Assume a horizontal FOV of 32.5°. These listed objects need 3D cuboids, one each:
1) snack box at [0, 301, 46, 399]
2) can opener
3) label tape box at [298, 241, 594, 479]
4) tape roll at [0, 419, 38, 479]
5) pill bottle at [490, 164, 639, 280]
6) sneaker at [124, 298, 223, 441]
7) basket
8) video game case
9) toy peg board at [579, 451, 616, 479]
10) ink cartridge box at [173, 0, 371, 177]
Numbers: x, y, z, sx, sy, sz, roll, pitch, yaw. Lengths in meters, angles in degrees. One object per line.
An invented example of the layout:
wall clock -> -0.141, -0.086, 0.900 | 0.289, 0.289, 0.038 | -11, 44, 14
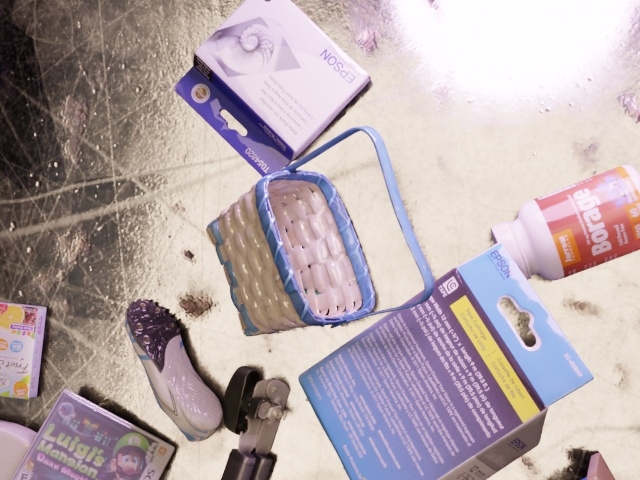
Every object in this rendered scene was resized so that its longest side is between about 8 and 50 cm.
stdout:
snack box -> -0.481, 0.167, 1.688 | 0.100, 0.037, 0.141 | 6, 88, 8
can opener -> -0.116, 0.330, 1.627 | 0.093, 0.074, 0.280 | 12, 86, 42
label tape box -> 0.175, 0.203, 1.506 | 0.348, 0.115, 0.249 | -35, 56, 7
tape roll -> -0.529, 0.464, 1.661 | 0.392, 0.072, 0.391 | -1, 86, 8
pill bottle -> 0.357, -0.016, 1.551 | 0.216, 0.121, 0.121 | -22, 84, 5
sneaker -> -0.230, 0.196, 1.638 | 0.237, 0.085, 0.086 | 58, 135, 16
basket -> 0.000, 0.000, 1.539 | 0.289, 0.201, 0.254 | -21, 84, 37
video game case -> -0.338, 0.338, 1.618 | 0.190, 0.022, 0.173 | 29, 68, -4
toy peg board -> 0.387, 0.394, 1.509 | 0.079, 0.161, 0.161 | -30, 84, 14
ink cartridge box -> -0.079, -0.240, 1.657 | 0.223, 0.045, 0.224 | 44, 93, 7
